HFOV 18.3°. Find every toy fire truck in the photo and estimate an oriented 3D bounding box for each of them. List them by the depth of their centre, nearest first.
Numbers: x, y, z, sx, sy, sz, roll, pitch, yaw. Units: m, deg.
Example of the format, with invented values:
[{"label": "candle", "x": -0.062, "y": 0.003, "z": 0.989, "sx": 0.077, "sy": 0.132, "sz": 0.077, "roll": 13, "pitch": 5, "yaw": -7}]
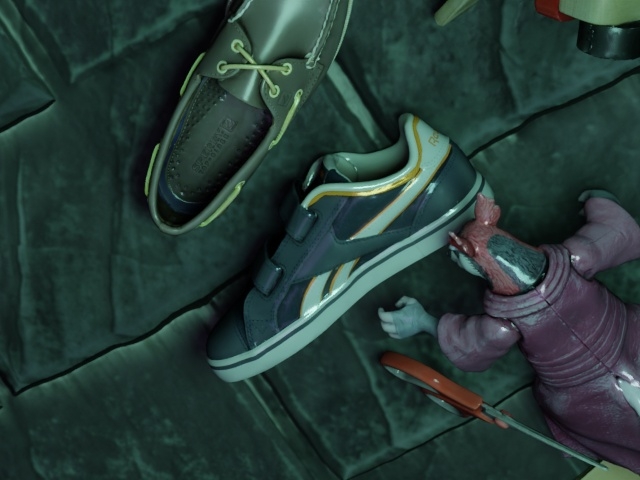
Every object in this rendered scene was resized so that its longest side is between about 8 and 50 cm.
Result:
[{"label": "toy fire truck", "x": 0.233, "y": -0.240, "z": 1.753, "sx": 0.246, "sy": 0.217, "sz": 0.158, "roll": 27, "pitch": 122, "yaw": 41}]

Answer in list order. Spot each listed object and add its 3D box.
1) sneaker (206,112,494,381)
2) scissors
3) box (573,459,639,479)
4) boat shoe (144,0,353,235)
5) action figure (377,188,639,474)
[{"label": "sneaker", "x": 0.000, "y": 0.000, "z": 1.891, "sx": 0.321, "sy": 0.126, "sz": 0.127, "roll": -37, "pitch": 110, "yaw": 7}, {"label": "scissors", "x": 0.154, "y": 0.160, "z": 1.874, "sx": 0.109, "sy": 0.297, "sz": 0.021, "roll": 39, "pitch": 81, "yaw": -26}, {"label": "box", "x": 0.288, "y": 0.329, "z": 2.055, "sx": 0.164, "sy": 0.021, "sz": 0.201, "roll": 42, "pitch": 111, "yaw": -12}, {"label": "boat shoe", "x": -0.067, "y": -0.144, "z": 1.843, "sx": 0.116, "sy": 0.097, "sz": 0.324, "roll": 30, "pitch": 116, "yaw": -7}, {"label": "action figure", "x": 0.229, "y": 0.100, "z": 1.824, "sx": 0.248, "sy": 0.276, "sz": 0.370, "roll": -43, "pitch": 127, "yaw": 9}]
